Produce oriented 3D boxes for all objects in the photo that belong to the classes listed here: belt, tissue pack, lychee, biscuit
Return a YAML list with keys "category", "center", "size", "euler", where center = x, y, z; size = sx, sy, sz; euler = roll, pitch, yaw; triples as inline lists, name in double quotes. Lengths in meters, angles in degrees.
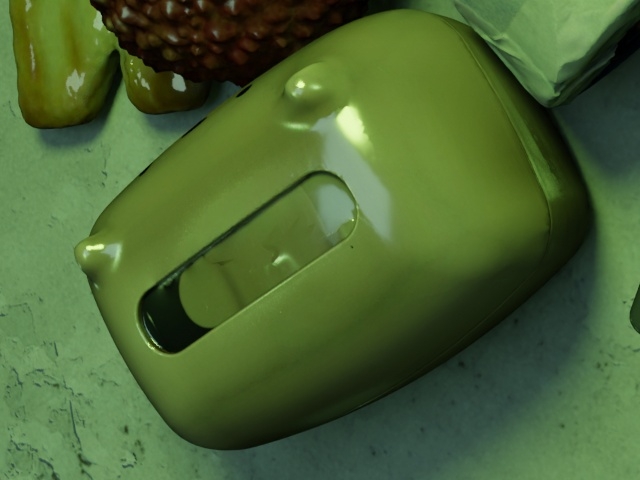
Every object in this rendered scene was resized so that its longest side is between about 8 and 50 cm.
- category: "belt"
  center: [0.250, -0.245, 1.023]
  size: [0.117, 0.212, 0.347]
  euler: [50, 121, 9]
- category: "tissue pack"
  center: [0.000, 0.000, 1.174]
  size: [0.387, 0.277, 0.267]
  euler: [-34, 78, 31]
- category: "lychee"
  center: [-0.057, -0.261, 1.211]
  size: [0.264, 0.300, 0.264]
  euler: [160, 90, -74]
- category: "biscuit"
  center: [-0.210, -0.259, 1.413]
  size: [0.236, 0.062, 0.291]
  euler: [-6, 90, 32]

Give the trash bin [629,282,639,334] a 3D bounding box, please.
- category: "trash bin"
  center: [0.352, -0.036, 1.005]
  size: [0.209, 0.182, 0.290]
  euler: [28, 113, 27]
